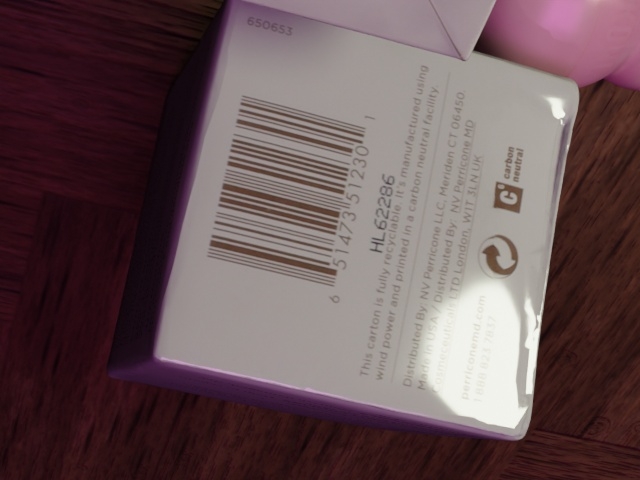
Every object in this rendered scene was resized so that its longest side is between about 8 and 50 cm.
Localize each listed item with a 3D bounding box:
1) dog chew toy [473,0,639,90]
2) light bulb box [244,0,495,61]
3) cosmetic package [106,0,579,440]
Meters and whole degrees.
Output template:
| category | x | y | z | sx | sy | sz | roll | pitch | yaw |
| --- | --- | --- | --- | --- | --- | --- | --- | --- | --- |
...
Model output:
| category | x | y | z | sx | sy | sz | roll | pitch | yaw |
| --- | --- | --- | --- | --- | --- | --- | --- | --- | --- |
| dog chew toy | 0.295 | -0.232 | 1.198 | 0.332 | 0.206 | 0.206 | 6 | 135 | -16 |
| light bulb box | -0.027 | -0.361 | 0.947 | 0.358 | 0.361 | 0.225 | 13 | 132 | -13 |
| cosmetic package | 0.000 | 0.000 | 1.224 | 0.328 | 0.329 | 0.394 | 13 | 170 | -13 |
